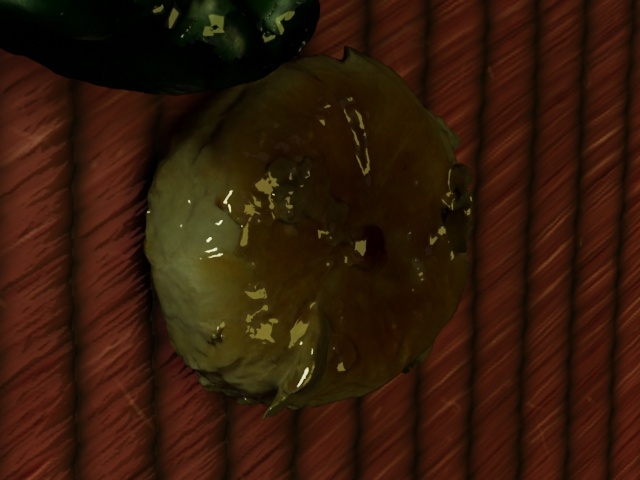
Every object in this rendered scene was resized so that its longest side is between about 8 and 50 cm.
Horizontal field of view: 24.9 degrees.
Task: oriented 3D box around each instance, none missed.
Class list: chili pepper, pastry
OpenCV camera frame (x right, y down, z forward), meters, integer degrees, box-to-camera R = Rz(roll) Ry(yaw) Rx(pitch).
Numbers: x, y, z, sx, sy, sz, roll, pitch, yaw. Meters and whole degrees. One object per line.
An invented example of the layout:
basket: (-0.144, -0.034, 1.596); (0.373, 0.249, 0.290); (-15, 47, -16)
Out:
chili pepper: (-0.122, -0.199, 0.771); (0.248, 0.256, 0.233); (50, 61, -36)
pastry: (-0.001, -0.006, 0.991); (0.236, 0.121, 0.257); (8, 91, -41)
